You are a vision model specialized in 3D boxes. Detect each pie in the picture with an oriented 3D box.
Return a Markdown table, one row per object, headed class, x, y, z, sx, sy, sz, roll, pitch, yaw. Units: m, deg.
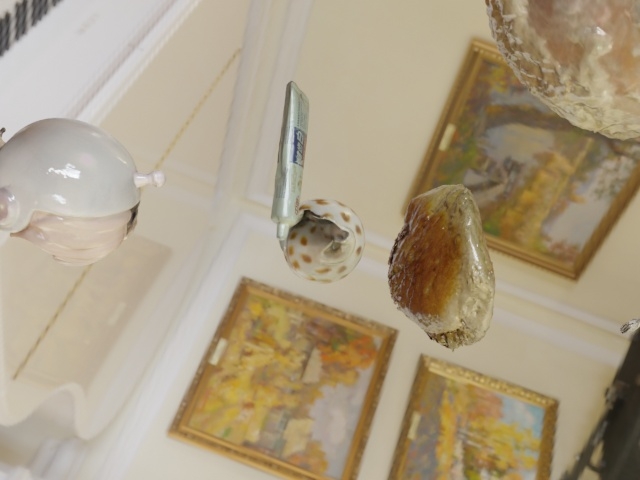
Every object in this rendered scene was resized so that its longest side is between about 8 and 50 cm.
| class | x | y | z | sx | sy | sz | roll | pitch | yaw |
| --- | --- | --- | --- | --- | --- | --- | --- | --- | --- |
| pie | 0.128 | 0.021 | 0.902 | 0.193 | 0.079 | 0.163 | -126 | -134 | -66 |

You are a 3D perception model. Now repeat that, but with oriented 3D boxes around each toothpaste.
| class | x | y | z | sx | sy | sz | roll | pitch | yaw |
| --- | --- | --- | --- | --- | --- | --- | --- | --- | --- |
| toothpaste | -0.042 | -0.111 | 1.226 | 0.060 | 0.038 | 0.233 | 31 | 60 | -55 |

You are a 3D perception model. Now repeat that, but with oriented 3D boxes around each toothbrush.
| class | x | y | z | sx | sy | sz | roll | pitch | yaw |
| --- | --- | --- | --- | --- | --- | --- | --- | --- | --- |
| toothbrush | 0.521 | 0.092 | 1.305 | 0.257 | 0.024 | 0.018 | 109 | -38 | -62 |

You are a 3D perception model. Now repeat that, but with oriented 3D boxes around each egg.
| class | x | y | z | sx | sy | sz | roll | pitch | yaw |
| --- | --- | --- | --- | --- | --- | --- | --- | --- | --- |
| egg | 0.342 | -0.258 | 0.979 | 0.279 | 0.310 | 0.279 | -52 | 173 | -8 |

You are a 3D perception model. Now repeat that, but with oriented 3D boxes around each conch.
| class | x | y | z | sx | sy | sz | roll | pitch | yaw |
| --- | --- | --- | --- | --- | --- | --- | --- | --- | --- |
| conch | 0.000 | 0.000 | 1.793 | 0.275 | 0.183 | 0.148 | -29 | -172 | 48 |

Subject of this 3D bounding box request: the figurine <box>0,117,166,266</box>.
| class | x | y | z | sx | sy | sz | roll | pitch | yaw |
| --- | --- | --- | --- | --- | --- | --- | --- | --- | --- |
| figurine | -0.439 | -0.106 | 1.298 | 0.211 | 0.361 | 0.253 | -48 | -166 | 34 |
